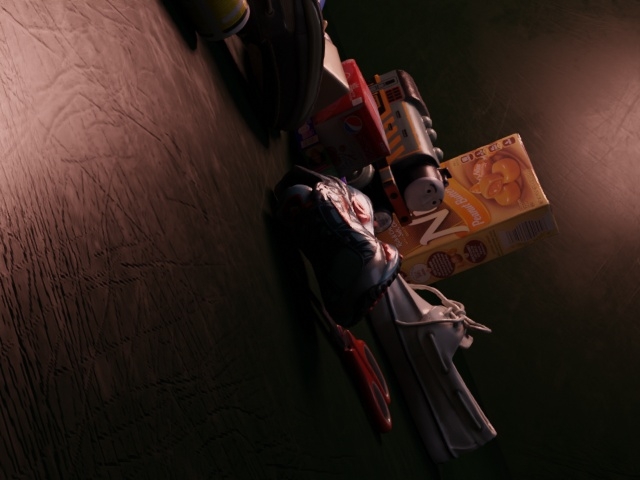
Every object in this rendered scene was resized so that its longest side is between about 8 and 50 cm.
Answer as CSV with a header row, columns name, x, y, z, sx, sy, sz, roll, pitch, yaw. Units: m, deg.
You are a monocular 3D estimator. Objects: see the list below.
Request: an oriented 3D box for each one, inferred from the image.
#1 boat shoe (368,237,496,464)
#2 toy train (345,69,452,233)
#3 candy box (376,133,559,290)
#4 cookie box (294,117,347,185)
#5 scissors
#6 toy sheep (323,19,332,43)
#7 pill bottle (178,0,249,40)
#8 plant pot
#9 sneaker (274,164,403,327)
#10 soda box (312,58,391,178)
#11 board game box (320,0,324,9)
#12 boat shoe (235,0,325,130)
name,x,y,z,sx,sy,sz,roll,pitch,yaw
boat shoe,0.176,0.147,1.863,0.136,0.156,0.367,-56,124,-81
toy train,0.104,-0.150,2.088,0.334,0.190,0.142,-104,168,-49
candy box,0.222,-0.040,2.112,0.087,0.316,0.183,62,9,-46
cookie box,0.002,-0.119,1.852,0.092,0.040,0.107,-102,166,-58
scissors,0.023,0.109,1.441,0.109,0.021,0.297,-93,158,-52
toy sheep,-0.019,-0.302,2.036,0.091,0.091,0.132,53,52,-62
pill bottle,-0.125,-0.272,1.314,0.116,0.065,0.065,60,11,-48
plant pot,-0.039,-0.234,1.689,0.096,0.109,0.109,45,21,-40
sneaker,0.000,0.000,1.358,0.125,0.104,0.262,34,14,-23
soda box,0.040,-0.185,1.838,0.092,0.083,0.263,62,9,-21
board game box,-0.015,-0.528,2.010,0.233,0.078,0.347,32,76,-78
boat shoe,-0.072,-0.308,1.525,0.132,0.130,0.355,-130,-143,-66
